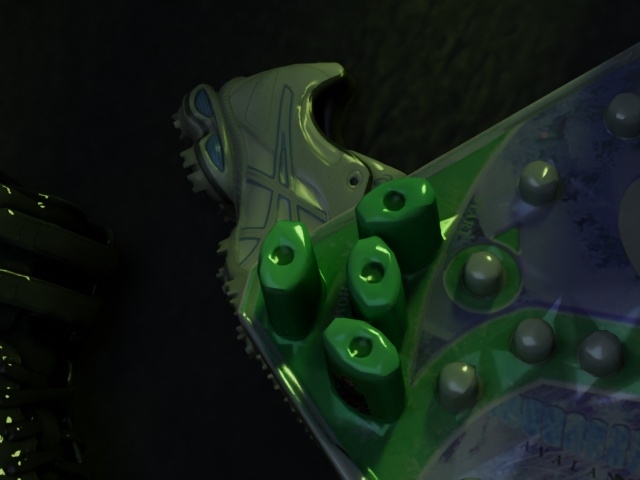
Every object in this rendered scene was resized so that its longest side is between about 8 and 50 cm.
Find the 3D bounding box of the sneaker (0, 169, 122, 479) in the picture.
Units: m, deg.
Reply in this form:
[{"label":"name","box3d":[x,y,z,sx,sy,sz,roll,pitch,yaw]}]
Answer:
[{"label":"sneaker","box3d":[-0.127,0.067,0.678,0.147,0.104,0.296,-49,59,8]}]

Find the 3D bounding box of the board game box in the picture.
[{"label":"board game box","box3d":[0.229,0.058,0.505,0.390,0.050,0.390,-30,65,-10]}]

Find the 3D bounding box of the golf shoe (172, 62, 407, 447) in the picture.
[{"label":"golf shoe","box3d":[0.000,0.000,0.673,0.086,0.069,0.176,-22,68,8]}]
